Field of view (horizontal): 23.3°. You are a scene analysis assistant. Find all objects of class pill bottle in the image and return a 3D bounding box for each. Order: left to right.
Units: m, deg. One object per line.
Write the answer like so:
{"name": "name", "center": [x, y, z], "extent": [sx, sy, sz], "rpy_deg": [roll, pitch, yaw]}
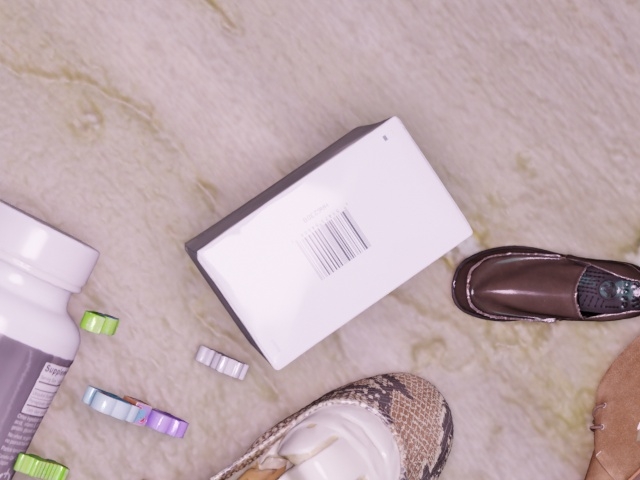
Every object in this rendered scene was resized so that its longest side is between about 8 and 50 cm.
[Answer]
{"name": "pill bottle", "center": [-0.340, 0.123, 1.490], "extent": [0.176, 0.176, 0.319], "rpy_deg": [27, 87, -7]}

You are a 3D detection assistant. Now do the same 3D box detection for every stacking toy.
{"name": "stacking toy", "center": [-0.178, 0.171, 1.517], "extent": [0.221, 0.052, 0.167], "rpy_deg": [25, 87, -47]}

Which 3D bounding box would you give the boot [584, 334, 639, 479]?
{"name": "boot", "center": [0.320, 0.213, 1.630], "extent": [0.115, 0.112, 0.305], "rpy_deg": [39, 90, 24]}

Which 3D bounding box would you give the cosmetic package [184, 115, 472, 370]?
{"name": "cosmetic package", "center": [0.000, 0.000, 1.506], "extent": [0.224, 0.224, 0.138], "rpy_deg": [-35, 97, -5]}

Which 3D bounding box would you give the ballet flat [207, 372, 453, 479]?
{"name": "ballet flat", "center": [-0.060, 0.276, 1.489], "extent": [0.482, 0.182, 0.164], "rpy_deg": [-32, 75, -13]}

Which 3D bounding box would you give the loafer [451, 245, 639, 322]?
{"name": "loafer", "center": [0.246, 0.045, 1.610], "extent": [0.220, 0.078, 0.080], "rpy_deg": [-1, 91, -7]}
